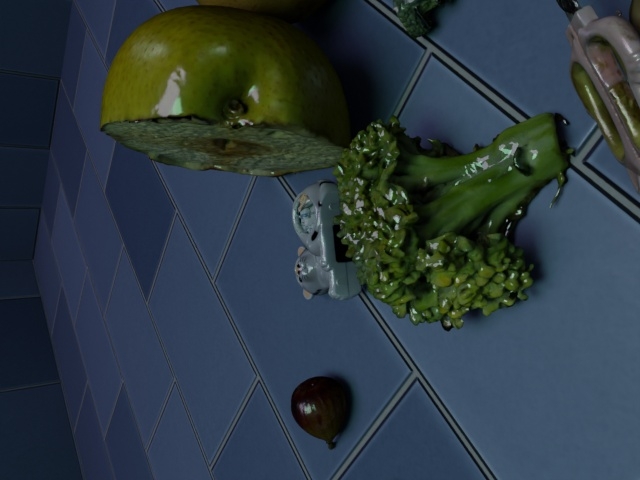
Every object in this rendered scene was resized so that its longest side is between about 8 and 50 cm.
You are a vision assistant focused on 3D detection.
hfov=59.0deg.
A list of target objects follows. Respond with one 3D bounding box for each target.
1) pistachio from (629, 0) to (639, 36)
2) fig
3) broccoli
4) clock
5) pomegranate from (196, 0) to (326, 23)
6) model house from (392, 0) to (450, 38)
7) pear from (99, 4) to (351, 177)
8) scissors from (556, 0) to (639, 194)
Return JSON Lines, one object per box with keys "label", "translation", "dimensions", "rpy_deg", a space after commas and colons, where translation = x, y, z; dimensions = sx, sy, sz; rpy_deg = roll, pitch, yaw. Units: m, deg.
{"label": "pistachio", "translation": [0.304, -0.142, 0.398], "dimensions": [0.124, 0.124, 0.185], "rpy_deg": [-51, 58, 41]}
{"label": "fig", "translation": [0.006, 0.269, 0.850], "dimensions": [0.089, 0.089, 0.125], "rpy_deg": [-3, 110, 53]}
{"label": "broccoli", "translation": [0.113, -0.035, 0.600], "dimensions": [0.273, 0.180, 0.242], "rpy_deg": [-46, 55, 43]}
{"label": "clock", "translation": [-0.001, 0.000, 0.838], "dimensions": [0.117, 0.080, 0.176], "rpy_deg": [-8, 87, 54]}
{"label": "pomegranate", "translation": [-0.101, -0.430, 0.813], "dimensions": [0.264, 0.264, 0.264], "rpy_deg": [3, 93, 53]}
{"label": "model house", "translation": [0.132, -0.300, 0.677], "dimensions": [0.083, 0.066, 0.078], "rpy_deg": [-19, 64, 34]}
{"label": "pear", "translation": [-0.121, -0.211, 0.793], "dimensions": [0.386, 0.340, 0.191], "rpy_deg": [180, 95, -75]}
{"label": "scissors", "translation": [0.216, -0.186, 0.473], "dimensions": [0.024, 0.160, 0.317], "rpy_deg": [-25, 84, 13]}
